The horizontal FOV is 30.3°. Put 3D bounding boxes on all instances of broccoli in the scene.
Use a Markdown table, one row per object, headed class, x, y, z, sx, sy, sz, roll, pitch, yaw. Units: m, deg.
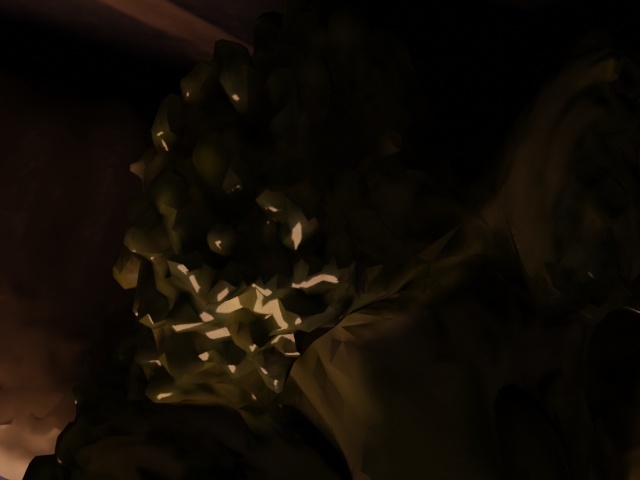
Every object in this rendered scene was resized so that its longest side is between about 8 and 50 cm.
| class | x | y | z | sx | sy | sz | roll | pitch | yaw |
| --- | --- | --- | --- | --- | --- | --- | --- | --- | --- |
| broccoli | 0.030 | 0.089 | 0.437 | 0.277 | 0.338 | 0.317 | 26 | 158 | -9 |

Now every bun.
| class | x | y | z | sx | sy | sz | roll | pitch | yaw |
| --- | --- | --- | --- | --- | --- | --- | --- | --- | --- |
| bun | -0.166 | 0.014 | 0.664 | 0.359 | 0.211 | 0.360 | 24 | 168 | 6 |
